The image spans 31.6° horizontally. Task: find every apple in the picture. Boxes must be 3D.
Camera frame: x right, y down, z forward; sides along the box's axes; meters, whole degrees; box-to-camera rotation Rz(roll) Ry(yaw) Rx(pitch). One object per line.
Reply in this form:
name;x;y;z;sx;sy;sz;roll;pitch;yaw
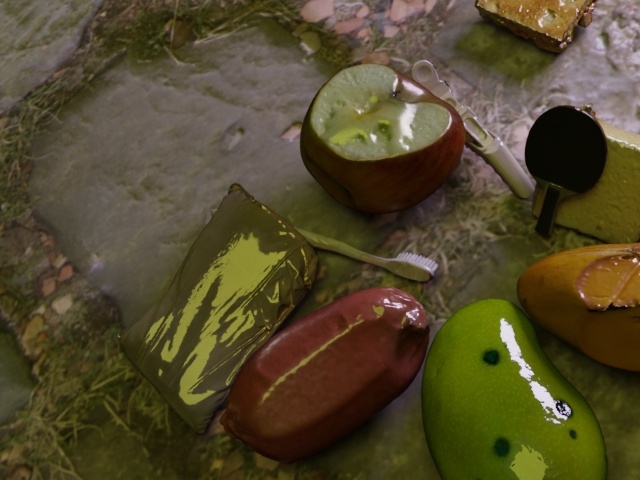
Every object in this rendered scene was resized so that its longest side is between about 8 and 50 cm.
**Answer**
apple;0.074;-0.120;1.357;0.195;0.160;0.173;39;83;25

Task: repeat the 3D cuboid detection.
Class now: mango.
mango;0.329;0.066;1.211;0.252;0.126;0.154;6;36;31
mango;0.196;0.189;1.192;0.175;0.143;0.293;-17;52;4

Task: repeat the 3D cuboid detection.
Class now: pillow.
pillow;-0.124;0.076;1.359;0.173;0.067;0.270;34;81;21

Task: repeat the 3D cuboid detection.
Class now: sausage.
sausage;0.006;0.150;1.257;0.254;0.148;0.148;-31;61;-8

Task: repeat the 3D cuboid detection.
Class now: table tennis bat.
table tennis bat;0.274;-0.079;1.298;0.095;0.158;0.014;23;31;23

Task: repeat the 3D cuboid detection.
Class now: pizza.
pizza;0.287;-0.296;1.455;0.175;0.046;0.134;-6;62;12

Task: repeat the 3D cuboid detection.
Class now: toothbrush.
toothbrush;0.000;0.000;1.395;0.307;0.025;0.029;15;35;22

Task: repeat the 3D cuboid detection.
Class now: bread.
bread;0.332;-0.076;1.328;0.147;0.127;0.152;27;107;22

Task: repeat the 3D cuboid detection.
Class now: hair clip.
hair clip;0.184;-0.140;1.391;0.034;0.072;0.226;-38;63;-3
